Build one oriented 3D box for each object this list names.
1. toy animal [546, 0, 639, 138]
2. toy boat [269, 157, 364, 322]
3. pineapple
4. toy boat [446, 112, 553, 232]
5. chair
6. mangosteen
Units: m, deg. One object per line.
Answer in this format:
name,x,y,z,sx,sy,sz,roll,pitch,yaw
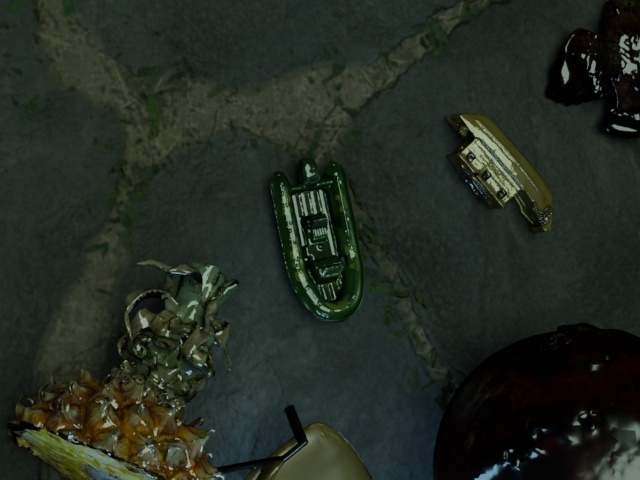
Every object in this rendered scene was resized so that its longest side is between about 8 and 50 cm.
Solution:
toy animal,0.418,-0.243,1.783,0.218,0.116,0.179,-3,56,8
toy boat,0.000,0.000,1.625,0.104,0.052,0.210,-10,88,-22
pineapple,-0.189,0.150,1.477,0.262,0.262,0.272,30,65,-14
toy boat,0.235,-0.086,1.711,0.077,0.057,0.200,-44,100,-12
chair,-0.020,0.304,1.489,0.172,0.247,0.159,-34,97,-20
mangosteen,0.313,0.300,1.562,0.381,0.421,0.381,8,40,-7
